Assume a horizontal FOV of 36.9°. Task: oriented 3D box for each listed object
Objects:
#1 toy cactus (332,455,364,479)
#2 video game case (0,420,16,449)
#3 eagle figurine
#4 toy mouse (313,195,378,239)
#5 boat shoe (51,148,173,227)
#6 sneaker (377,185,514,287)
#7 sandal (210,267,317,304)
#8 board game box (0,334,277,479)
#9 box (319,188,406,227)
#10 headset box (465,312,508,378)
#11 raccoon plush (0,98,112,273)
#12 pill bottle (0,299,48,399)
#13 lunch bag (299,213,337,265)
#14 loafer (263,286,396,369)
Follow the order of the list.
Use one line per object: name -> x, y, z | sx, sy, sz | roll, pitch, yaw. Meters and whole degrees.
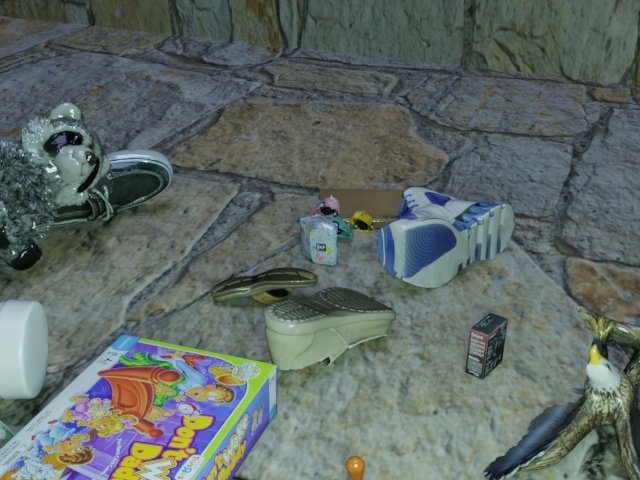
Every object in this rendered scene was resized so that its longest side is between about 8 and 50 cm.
toy cactus -> 0.077, 0.317, 0.998 | 0.219, 0.112, 0.180 | 8, 25, 2
video game case -> -0.455, 0.225, 1.097 | 0.023, 0.212, 0.193 | -37, 14, 22
eagle figurine -> 0.349, 0.219, 1.178 | 0.226, 0.225, 0.298 | -30, 29, 52
toy mouse -> 0.029, -0.044, 1.777 | 0.143, 0.161, 0.031 | 1, 60, 33
boat shoe -> -0.444, -0.081, 1.861 | 0.335, 0.121, 0.119 | -16, 36, -11
sneaker -> 0.187, -0.014, 1.722 | 0.182, 0.127, 0.316 | 19, 23, 41
sandal -> -0.090, 0.082, 1.579 | 0.180, 0.049, 0.072 | -11, 18, 8
board game box -> -0.222, 0.247, 1.166 | 0.233, 0.078, 0.347 | 9, 26, 16
box -> 0.098, -0.066, 1.931 | 0.201, 0.021, 0.164 | 1, 25, 0
headset box -> 0.241, 0.149, 1.391 | 0.032, 0.083, 0.062 | 18, 31, 32
raccoon plush -> -0.597, -0.125, 1.715 | 0.447, 0.216, 0.299 | 11, 43, 20
pill bottle -> -0.533, 0.144, 1.264 | 0.319, 0.176, 0.176 | 0, 25, -2
lunch bag -> 0.000, 0.000, 1.724 | 0.053, 0.071, 0.083 | -18, 32, -31
loafer -> 0.009, 0.132, 1.421 | 0.102, 0.092, 0.269 | 28, 19, 38
